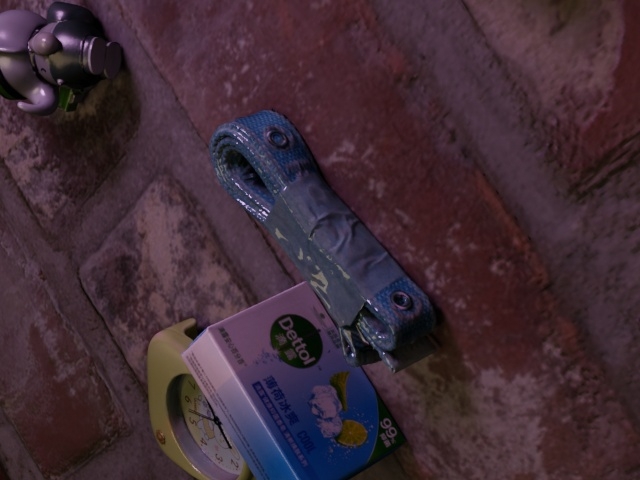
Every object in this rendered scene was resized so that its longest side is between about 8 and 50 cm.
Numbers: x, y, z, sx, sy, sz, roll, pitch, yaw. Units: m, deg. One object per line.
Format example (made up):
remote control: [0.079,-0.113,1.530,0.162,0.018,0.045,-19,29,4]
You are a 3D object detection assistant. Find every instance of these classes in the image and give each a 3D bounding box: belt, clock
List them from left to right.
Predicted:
clock: [-0.099,0.201,1.616,0.232,0.069,0.170,28,128,37]
belt: [0.000,0.000,1.390,0.302,0.072,0.087,53,137,19]

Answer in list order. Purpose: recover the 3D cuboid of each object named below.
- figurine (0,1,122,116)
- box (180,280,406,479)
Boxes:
figurine: [-0.315,-0.203,1.612,0.192,0.147,0.126,9,98,27]
box: [-0.027,0.157,1.447,0.194,0.139,0.073,57,141,10]
